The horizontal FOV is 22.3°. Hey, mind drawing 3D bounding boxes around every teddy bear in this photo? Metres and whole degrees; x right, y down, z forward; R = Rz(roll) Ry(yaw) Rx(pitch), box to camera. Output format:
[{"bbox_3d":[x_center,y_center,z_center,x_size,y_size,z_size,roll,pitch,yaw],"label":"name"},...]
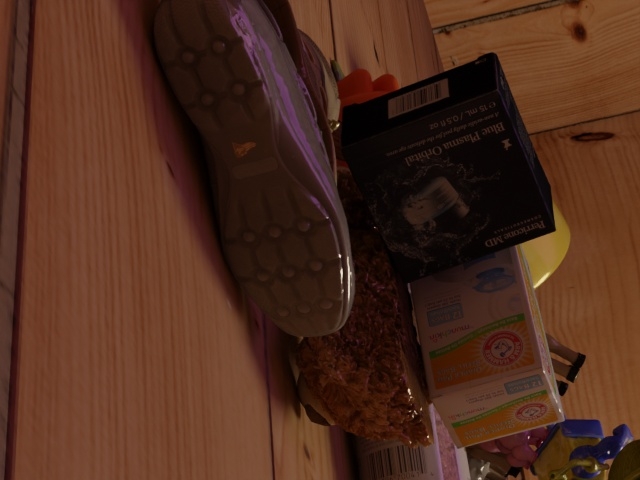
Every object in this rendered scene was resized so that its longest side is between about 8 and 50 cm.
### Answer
[{"bbox_3d":[0.030,0.065,1.556,0.245,0.113,0.338,57,19,-51],"label":"teddy bear"}]

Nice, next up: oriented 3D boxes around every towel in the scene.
[{"bbox_3d":[0.030,-0.197,2.194,0.060,0.009,0.083,56,23,-65],"label":"towel"}]

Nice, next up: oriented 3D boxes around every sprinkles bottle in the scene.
[{"bbox_3d":[0.090,0.196,1.717,0.121,0.121,0.355,57,23,-65],"label":"sprinkles bottle"}]

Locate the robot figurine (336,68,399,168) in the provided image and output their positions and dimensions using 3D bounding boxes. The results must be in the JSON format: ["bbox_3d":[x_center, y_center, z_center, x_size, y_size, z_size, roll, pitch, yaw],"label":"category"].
[{"bbox_3d":[0.066,-0.089,1.905,0.158,0.128,0.219,51,28,-69],"label":"robot figurine"}]

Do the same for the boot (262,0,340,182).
[{"bbox_3d":[-0.027,-0.095,1.486,0.203,0.095,0.262,41,35,-77],"label":"boot"}]

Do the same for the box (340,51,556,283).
[{"bbox_3d":[0.120,-0.066,1.510,0.093,0.156,0.158,-85,152,-61],"label":"box"}]

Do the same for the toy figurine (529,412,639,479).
[{"bbox_3d":[0.309,0.292,2.075,0.362,0.191,0.217,114,-21,-45],"label":"toy figurine"}]

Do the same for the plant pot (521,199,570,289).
[{"bbox_3d":[0.214,-0.045,2.450,0.239,0.254,0.254,56,18,-24],"label":"plant pot"}]

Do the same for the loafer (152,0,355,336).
[{"bbox_3d":[-0.041,-0.070,1.302,0.111,0.112,0.319,-69,146,-58],"label":"loafer"}]

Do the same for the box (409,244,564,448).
[{"bbox_3d":[0.157,0.083,1.576,0.103,0.114,0.203,61,17,-49],"label":"box"}]

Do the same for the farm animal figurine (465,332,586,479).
[{"bbox_3d":[0.204,0.217,2.095,0.330,0.172,0.327,-65,173,17],"label":"farm animal figurine"}]

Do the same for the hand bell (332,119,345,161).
[{"bbox_3d":[0.068,-0.080,1.769,0.242,0.126,0.126,33,26,-16],"label":"hand bell"}]
